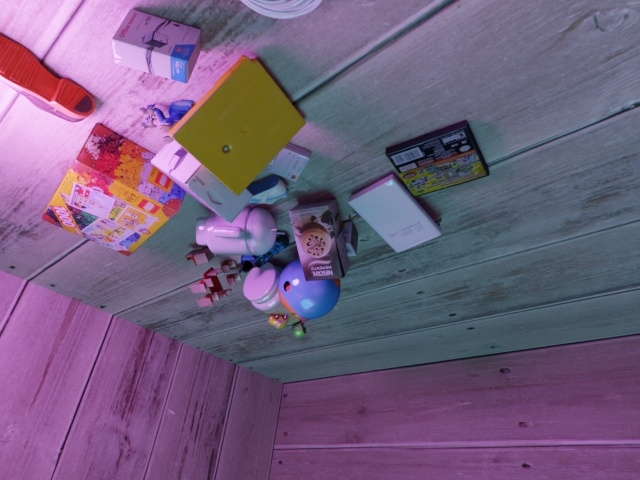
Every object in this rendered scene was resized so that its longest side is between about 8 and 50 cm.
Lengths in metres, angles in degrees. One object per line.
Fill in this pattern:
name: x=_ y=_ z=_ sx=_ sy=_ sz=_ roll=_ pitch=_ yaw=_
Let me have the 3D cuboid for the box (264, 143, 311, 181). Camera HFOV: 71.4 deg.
box: x=-0.145 y=-0.289 z=1.564 sx=0.186 sy=0.038 sz=0.145 roll=19 pitch=146 yaw=-15

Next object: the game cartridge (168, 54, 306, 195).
game cartridge: x=-0.234 y=-0.334 z=1.320 sx=0.052 sy=0.324 sz=0.285 roll=40 pitch=176 yaw=47

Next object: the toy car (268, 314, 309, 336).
toy car: x=-0.120 y=0.426 z=2.224 sx=0.238 sy=0.053 sz=0.225 roll=-16 pitch=138 yaw=6

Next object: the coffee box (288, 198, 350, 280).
coffee box: x=0.000 y=0.000 z=1.765 sx=0.168 sy=0.119 sz=0.297 roll=-7 pitch=106 yaw=21

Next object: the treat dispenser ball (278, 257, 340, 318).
treat dispenser ball: x=-0.051 y=0.216 z=2.039 sx=0.288 sy=0.288 sz=0.288 roll=5 pitch=147 yaw=3

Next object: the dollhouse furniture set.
dollhouse furniture set: x=-0.543 y=0.165 z=2.180 sx=0.135 sy=0.262 sz=0.259 roll=-10 pitch=110 yaw=28

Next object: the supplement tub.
supplement tub: x=-0.207 y=0.276 z=2.264 sx=0.241 sy=0.241 sz=0.331 roll=-15 pitch=141 yaw=31

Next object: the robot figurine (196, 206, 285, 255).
robot figurine: x=-0.333 y=-0.038 z=1.838 sx=0.353 sy=0.200 sz=0.300 roll=1 pitch=-173 yaw=10

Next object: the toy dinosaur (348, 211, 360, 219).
toy dinosaur: x=0.153 y=-0.104 z=1.758 sx=0.082 sy=0.090 sz=0.047 roll=-46 pitch=147 yaw=-1

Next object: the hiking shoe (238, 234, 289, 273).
hiking shoe: x=-0.256 y=0.066 z=2.046 sx=0.113 sy=0.132 sz=0.304 roll=32 pitch=140 yaw=-33

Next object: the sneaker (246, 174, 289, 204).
sneaker: x=-0.229 y=-0.173 z=1.717 sx=0.228 sy=0.088 sz=0.092 roll=-12 pitch=145 yaw=31

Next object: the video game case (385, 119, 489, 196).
video game case: x=0.394 y=-0.263 z=1.497 sx=0.274 sy=0.035 sz=0.248 roll=-15 pitch=141 yaw=30

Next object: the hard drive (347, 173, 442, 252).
hard drive: x=0.284 y=-0.094 z=1.696 sx=0.210 sy=0.040 sz=0.318 roll=-26 pitch=123 yaw=37

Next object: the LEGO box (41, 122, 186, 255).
LEGO box: x=-0.803 y=-0.169 z=1.740 sx=0.372 sy=0.193 sz=0.500 roll=30 pitch=141 yaw=-30

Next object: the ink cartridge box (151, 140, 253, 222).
ink cartridge box: x=-0.404 y=-0.210 z=1.514 sx=0.307 sy=0.129 sz=0.223 roll=30 pitch=168 yaw=46

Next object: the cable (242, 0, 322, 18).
cable: x=-0.099 y=-0.626 z=0.988 sx=0.257 sy=0.089 sz=0.257 roll=-12 pitch=143 yaw=27

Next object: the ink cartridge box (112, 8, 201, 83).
ink cartridge box: x=-0.428 y=-0.514 z=1.179 sx=0.190 sy=0.140 sz=0.082 roll=14 pitch=148 yaw=-10

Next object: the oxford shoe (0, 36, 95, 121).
oxford shoe: x=-0.892 y=-0.476 z=1.351 sx=0.132 sy=0.130 sz=0.363 roll=-14 pitch=142 yaw=40

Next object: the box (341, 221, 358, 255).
box: x=0.048 y=0.000 z=1.899 sx=0.203 sy=0.114 sz=0.103 roll=-5 pitch=146 yaw=20

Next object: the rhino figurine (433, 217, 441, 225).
rhino figurine: x=0.385 y=-0.042 z=1.806 sx=0.106 sy=0.073 sz=0.243 roll=30 pitch=140 yaw=-35

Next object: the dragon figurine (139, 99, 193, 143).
dragon figurine: x=-0.438 y=-0.390 z=1.422 sx=0.289 sy=0.144 sz=0.085 roll=-11 pitch=145 yaw=-6
